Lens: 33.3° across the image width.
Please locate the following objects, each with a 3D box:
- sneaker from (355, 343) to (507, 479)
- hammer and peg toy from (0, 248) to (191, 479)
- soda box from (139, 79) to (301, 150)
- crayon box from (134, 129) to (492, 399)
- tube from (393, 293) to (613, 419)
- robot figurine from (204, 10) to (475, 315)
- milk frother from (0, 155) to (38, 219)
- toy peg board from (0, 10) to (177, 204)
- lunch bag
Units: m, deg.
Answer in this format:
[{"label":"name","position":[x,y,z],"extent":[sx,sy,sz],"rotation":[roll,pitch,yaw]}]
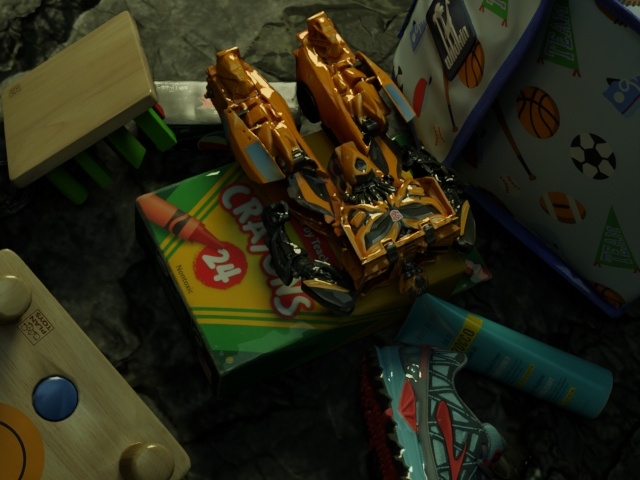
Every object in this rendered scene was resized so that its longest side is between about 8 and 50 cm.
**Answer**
[{"label":"sneaker","position":[0.118,0.209,0.967],"extent":[0.125,0.104,0.261],"rotation":[-6,65,-13]},{"label":"hammer and peg toy","position":[-0.303,0.131,0.869],"extent":[0.266,0.127,0.361],"rotation":[-41,97,-24]},{"label":"soda box","position":[-0.107,-0.132,1.134],"extent":[0.169,0.053,0.060],"rotation":[-1,64,-8]},{"label":"crayon box","position":[0.000,0.000,1.068],"extent":[0.319,0.081,0.202],"rotation":[-23,68,-19]},{"label":"tube","position":[0.180,0.112,1.045],"extent":[0.207,0.080,0.052],"rotation":[22,40,0]},{"label":"robot figurine","position":[0.019,-0.071,1.013],"extent":[0.211,0.085,0.291],"rotation":[-26,69,-19]},{"label":"milk frother","position":[-0.354,-0.084,1.028],"extent":[0.143,0.135,0.129],"rotation":[4,94,-3]},{"label":"toy peg board","position":[-0.228,-0.124,1.076],"extent":[0.161,0.079,0.160],"rotation":[-30,43,7]},{"label":"lunch bag","position":[0.253,-0.166,1.046],"extent":[0.385,0.328,0.239],"rotation":[44,56,13]}]
